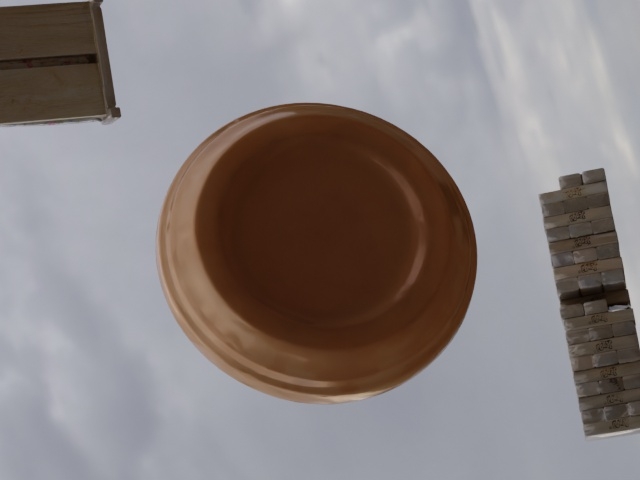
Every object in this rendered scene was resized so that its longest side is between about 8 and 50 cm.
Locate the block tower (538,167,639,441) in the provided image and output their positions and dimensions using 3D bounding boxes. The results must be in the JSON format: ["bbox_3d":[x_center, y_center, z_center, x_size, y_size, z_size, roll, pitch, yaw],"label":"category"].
[{"bbox_3d":[0.345,0.087,2.250,0.097,0.091,0.335,55,-155,-67],"label":"block tower"}]

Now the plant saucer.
[{"bbox_3d":[0.000,0.000,1.096,0.037,0.200,0.200,109,153,-64],"label":"plant saucer"}]

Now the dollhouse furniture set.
[{"bbox_3d":[-0.297,-0.210,1.965,0.174,0.303,0.356,160,103,-66],"label":"dollhouse furniture set"}]
